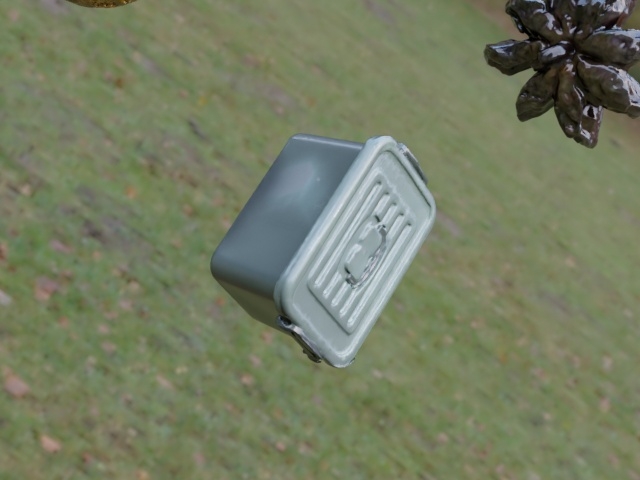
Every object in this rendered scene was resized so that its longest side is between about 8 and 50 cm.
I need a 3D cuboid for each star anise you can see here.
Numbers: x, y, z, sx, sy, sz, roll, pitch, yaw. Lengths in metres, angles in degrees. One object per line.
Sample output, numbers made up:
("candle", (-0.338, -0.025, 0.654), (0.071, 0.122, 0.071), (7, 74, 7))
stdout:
("star anise", (0.302, -0.225, 1.748), (0.109, 0.236, 0.223), (-21, 82, -53))

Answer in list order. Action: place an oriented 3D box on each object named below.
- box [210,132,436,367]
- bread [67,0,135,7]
("box", (0.000, 0.000, 1.567), (0.135, 0.243, 0.163), (17, -22, 39))
("bread", (-0.274, -0.404, 1.882), (0.240, 0.240, 0.139), (16, 48, -55))
